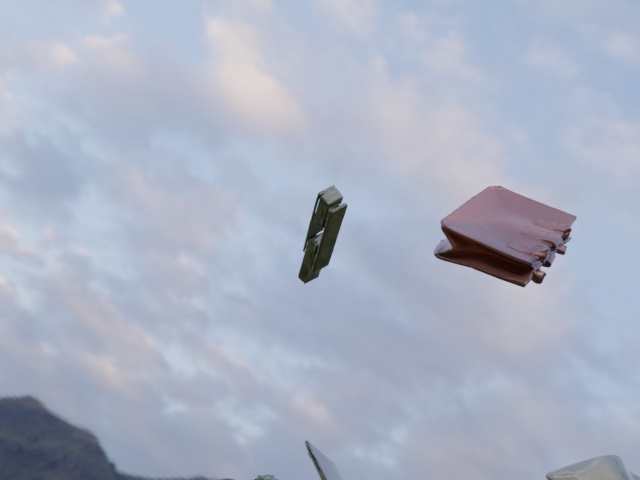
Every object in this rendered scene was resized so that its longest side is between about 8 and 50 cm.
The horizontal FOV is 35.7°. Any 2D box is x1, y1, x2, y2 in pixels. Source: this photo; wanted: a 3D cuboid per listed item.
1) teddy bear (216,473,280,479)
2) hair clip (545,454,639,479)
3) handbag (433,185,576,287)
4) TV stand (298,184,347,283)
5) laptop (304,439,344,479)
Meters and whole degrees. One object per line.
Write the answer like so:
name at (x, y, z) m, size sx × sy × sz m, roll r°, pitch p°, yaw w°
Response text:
teddy bear at (-0.027, 0.300, 0.948) m, size 0.111 × 0.213 × 0.133 m, roll -42°, pitch -25°, yaw 29°
hair clip at (0.469, 0.429, 1.573) m, size 0.113 × 0.173 × 0.282 m, roll -29°, pitch -23°, yaw 16°
handbag at (0.269, -0.006, 1.426) m, size 0.157 × 0.212 × 0.059 m, roll 22°, pitch -62°, yaw 23°
TV stand at (0.000, 0.000, 1.708) m, size 0.042 × 0.036 × 0.249 m, roll 49°, pitch -30°, yaw 21°
laptop at (0.041, 0.419, 1.577) m, size 0.188 × 0.015 × 0.269 m, roll 61°, pitch -1°, yaw 23°
